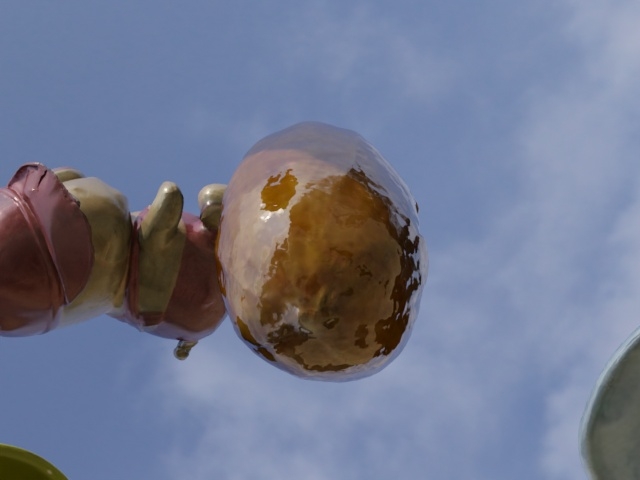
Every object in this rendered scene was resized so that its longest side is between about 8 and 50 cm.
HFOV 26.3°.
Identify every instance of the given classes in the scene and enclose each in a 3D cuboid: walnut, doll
[{"bbox_3d":[0.000,0.000,0.712,0.116,0.207,0.115,-1,-65,-2],"label":"walnut"},{"bbox_3d":[-0.199,0.010,1.217,0.256,0.152,0.196,2,-49,-25],"label":"doll"}]

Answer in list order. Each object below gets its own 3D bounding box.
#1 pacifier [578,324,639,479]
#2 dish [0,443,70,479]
[{"bbox_3d":[0.274,0.170,0.762,0.239,0.226,0.287,-5,-80,-5],"label":"pacifier"},{"bbox_3d":[-0.289,0.251,0.955,0.262,0.108,0.221,21,-129,-28],"label":"dish"}]
